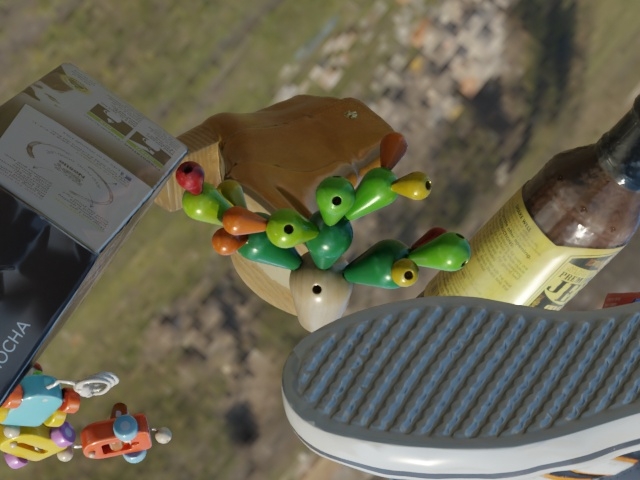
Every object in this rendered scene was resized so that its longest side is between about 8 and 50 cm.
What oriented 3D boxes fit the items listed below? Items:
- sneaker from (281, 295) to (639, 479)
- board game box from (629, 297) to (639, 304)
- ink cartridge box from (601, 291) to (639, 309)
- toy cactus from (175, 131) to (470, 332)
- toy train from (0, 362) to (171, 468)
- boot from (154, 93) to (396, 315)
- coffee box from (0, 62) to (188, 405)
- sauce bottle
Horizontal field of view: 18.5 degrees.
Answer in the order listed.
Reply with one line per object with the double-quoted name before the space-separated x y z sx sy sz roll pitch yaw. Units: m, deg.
"sneaker" 0.139 0.108 1.141 0.127 0.321 0.126 89 -4 -46
"board game box" 0.202 0.161 1.464 0.210 0.047 0.160 124 -20 -54
"ink cartridge box" 0.262 0.154 1.610 0.067 0.115 0.198 -7 -122 62
"toy cactus" 0.000 0.000 1.482 0.180 0.219 0.112 96 -3 -55
"toy train" -0.184 0.123 1.463 0.125 0.046 0.166 -13 152 1
"boot" -0.003 -0.049 1.745 0.211 0.295 0.104 -23 129 -30
"coffee box" -0.205 0.001 1.317 0.168 0.119 0.297 -53 -177 15
"sauce bottle" 0.222 -0.008 1.846 0.344 0.111 0.111 -48 176 32
